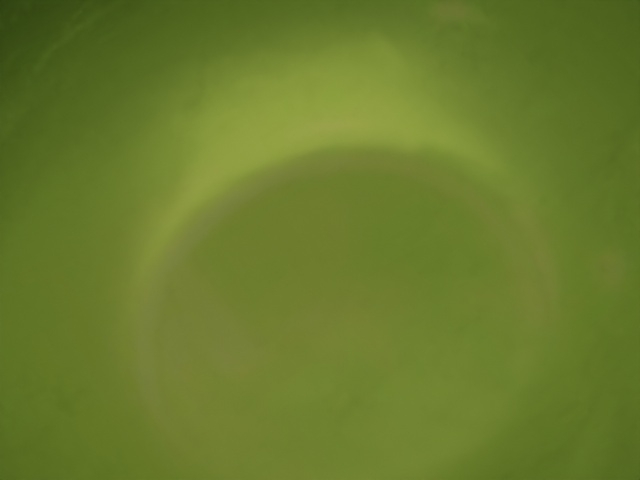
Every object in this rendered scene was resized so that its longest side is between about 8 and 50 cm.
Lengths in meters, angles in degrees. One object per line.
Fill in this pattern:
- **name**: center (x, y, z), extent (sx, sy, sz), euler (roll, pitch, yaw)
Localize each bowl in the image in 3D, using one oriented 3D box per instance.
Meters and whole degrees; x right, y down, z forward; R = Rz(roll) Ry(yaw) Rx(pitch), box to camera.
- **bowl**: center (0.000, 0.000, 0.614), extent (0.354, 0.185, 0.354), euler (-5, 61, 9)
